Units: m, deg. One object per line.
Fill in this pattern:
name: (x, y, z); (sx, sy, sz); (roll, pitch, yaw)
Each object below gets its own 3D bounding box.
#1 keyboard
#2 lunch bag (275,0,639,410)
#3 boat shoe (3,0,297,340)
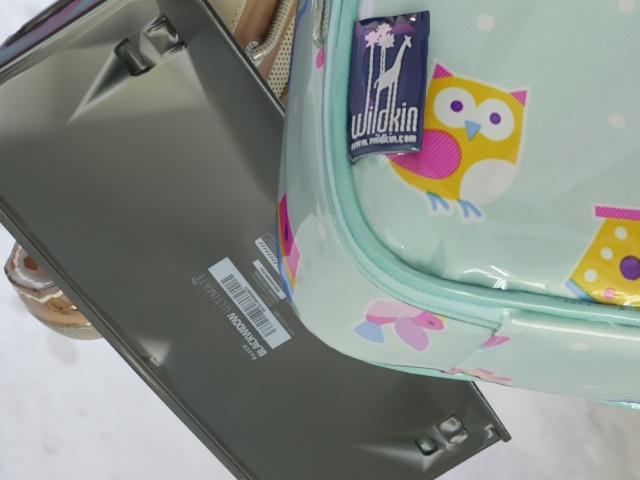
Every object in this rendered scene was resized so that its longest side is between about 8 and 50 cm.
keyboard: (0.000, 0.000, 0.646); (0.317, 0.201, 0.033); (54, 8, -37)
lunch bag: (0.122, -0.061, 0.474); (0.279, 0.108, 0.224); (8, 73, -7)
boat shoe: (-0.054, -0.105, 0.703); (0.123, 0.324, 0.116); (15, -24, 45)
